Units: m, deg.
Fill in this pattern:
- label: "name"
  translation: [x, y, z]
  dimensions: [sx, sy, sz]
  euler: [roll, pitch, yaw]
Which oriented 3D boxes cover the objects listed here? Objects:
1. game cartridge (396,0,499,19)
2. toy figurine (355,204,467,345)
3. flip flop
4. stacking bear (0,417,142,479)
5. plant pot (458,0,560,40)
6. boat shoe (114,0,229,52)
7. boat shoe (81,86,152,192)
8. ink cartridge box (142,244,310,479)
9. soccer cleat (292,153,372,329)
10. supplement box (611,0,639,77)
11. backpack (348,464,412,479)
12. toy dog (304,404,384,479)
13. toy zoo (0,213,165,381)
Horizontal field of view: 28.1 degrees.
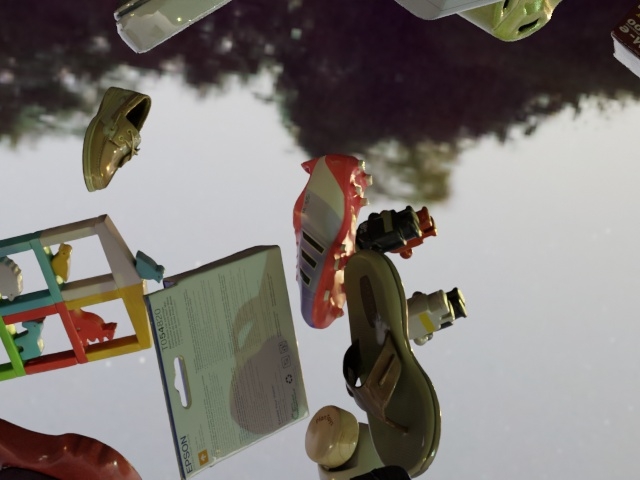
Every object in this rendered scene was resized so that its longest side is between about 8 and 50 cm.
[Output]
- label: "game cartridge"
  translation: [0.084, -0.340, 1.263]
  dimensions: [0.198, 0.062, 0.297]
  euler: [-22, -117, -29]
- label: "toy figurine"
  translation: [0.110, 0.058, 1.896]
  dimensions: [0.148, 0.209, 0.213]
  euler: [-22, 177, 14]
- label: "flip flop"
  translation: [0.065, 0.144, 1.495]
  dimensions: [0.080, 0.277, 0.112]
  euler: [-1, 164, -41]
- label: "stacking bear"
  translation: [-0.284, 0.329, 1.148]
  dimensions: [0.175, 0.164, 0.289]
  euler: [6, -124, 27]
- label: "plant pot"
  translation: [0.205, -0.402, 1.666]
  dimensions: [0.254, 0.276, 0.276]
  euler: [45, -148, 25]
- label: "boat shoe"
  translation: [-0.083, -0.278, 1.055]
  dimensions: [0.121, 0.119, 0.335]
  euler: [-17, -152, 41]
- label: "boat shoe"
  translation: [-0.193, -0.099, 1.218]
  dimensions: [0.045, 0.050, 0.135]
  euler: [2, -132, 8]
- label: "ink cartridge box"
  translation: [-0.115, 0.137, 1.479]
  dimensions: [0.045, 0.223, 0.224]
  euler: [-1, -167, 41]
- label: "soccer cleat"
  translation: [0.000, 0.000, 1.600]
  dimensions: [0.095, 0.248, 0.083]
  euler: [0, 150, 23]
- label: "supplement box"
  translation: [0.422, -0.282, 1.384]
  dimensions: [0.073, 0.239, 0.130]
  euler: [43, -172, 12]
- label: "backpack"
  translation: [0.061, 0.286, 1.221]
  dimensions: [0.098, 0.101, 0.120]
  euler: [-20, -134, -1]
- label: "toy dog"
  translation: [0.026, 0.383, 1.750]
  dimensions: [0.220, 0.161, 0.334]
  euler: [39, -127, -17]
- label: "toy zoo"
  translation: [-0.343, 0.076, 1.673]
  dimensions: [0.293, 0.192, 0.030]
  euler: [-13, -156, 8]
